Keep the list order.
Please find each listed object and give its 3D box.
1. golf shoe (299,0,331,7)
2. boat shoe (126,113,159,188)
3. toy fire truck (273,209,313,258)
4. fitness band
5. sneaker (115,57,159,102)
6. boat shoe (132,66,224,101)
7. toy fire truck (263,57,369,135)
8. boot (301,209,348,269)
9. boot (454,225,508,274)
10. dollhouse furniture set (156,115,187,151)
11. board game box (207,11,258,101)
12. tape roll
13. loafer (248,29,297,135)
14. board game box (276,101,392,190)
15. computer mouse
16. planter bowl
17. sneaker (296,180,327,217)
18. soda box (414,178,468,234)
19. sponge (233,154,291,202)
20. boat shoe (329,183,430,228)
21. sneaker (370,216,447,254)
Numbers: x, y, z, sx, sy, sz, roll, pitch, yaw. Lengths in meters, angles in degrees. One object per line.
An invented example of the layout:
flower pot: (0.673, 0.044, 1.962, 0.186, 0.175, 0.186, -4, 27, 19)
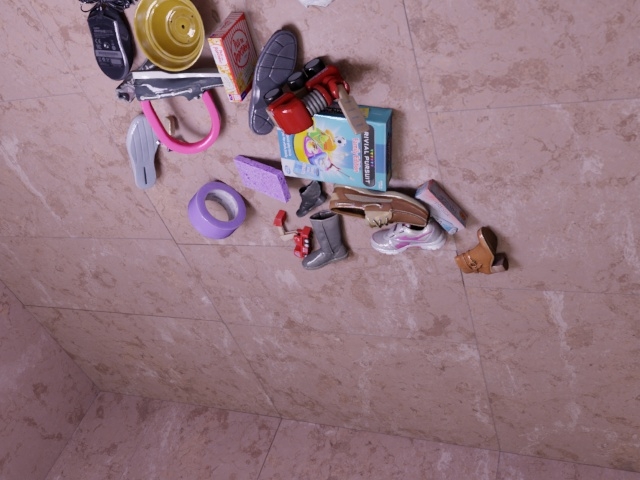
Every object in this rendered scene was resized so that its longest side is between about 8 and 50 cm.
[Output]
golf shoe: (0.019, -0.624, 1.587, 0.176, 0.069, 0.086, 4, 156, 27)
boat shoe: (-0.622, -0.313, 2.195, 0.094, 0.109, 0.302, 53, 144, 34)
toy fire truck: (-0.098, -0.016, 2.302, 0.135, 0.047, 0.192, 15, 140, 12)
fitness band: (-0.428, -0.398, 1.965, 0.209, 0.054, 0.290, -22, 128, 2)
sneaker: (-0.548, -0.481, 1.949, 0.229, 0.132, 0.086, -20, 123, 40)
boat shoe: (-0.386, -0.450, 1.844, 0.303, 0.114, 0.091, 0, 112, 2)
toy fire truck: (-0.001, -0.351, 1.696, 0.158, 0.217, 0.246, 58, 170, -33)
boot: (-0.002, -0.001, 2.225, 0.190, 0.076, 0.208, -21, 137, 2)
boot: (0.501, 0.042, 2.058, 0.152, 0.073, 0.197, -9, 128, 38)
dollhouse furniture set: (-0.506, -0.362, 2.134, 0.081, 0.091, 0.114, 14, 112, 33)
board game box: (-0.233, -0.505, 1.759, 0.045, 0.146, 0.193, 5, 137, 22)
tape roll: (-0.361, -0.104, 2.224, 0.189, 0.189, 0.080, 36, 138, -13)
loafer: (-0.151, -0.449, 1.788, 0.109, 0.095, 0.302, 4, 120, -28)
board game box: (0.042, -0.289, 1.912, 0.336, 0.079, 0.253, 11, 138, 16)
computer mouse: (-0.612, -0.613, 1.894, 0.189, 0.072, 0.272, 13, 127, 16)
planter bowl: (-0.400, -0.589, 1.774, 0.217, 0.090, 0.217, 8, 117, 17)
sneaker: (-0.044, -0.145, 2.136, 0.089, 0.051, 0.170, 43, 132, -21)
soda box: (0.373, -0.103, 1.970, 0.183, 0.058, 0.063, 42, 137, -20)
sponge: (-0.191, -0.203, 2.098, 0.210, 0.031, 0.117, 24, 146, 37)
boat shoe: (0.178, -0.091, 1.996, 0.324, 0.119, 0.122, 17, 161, 20)
sneaker: (0.277, -0.030, 2.074, 0.252, 0.103, 0.111, -8, 129, 22)
